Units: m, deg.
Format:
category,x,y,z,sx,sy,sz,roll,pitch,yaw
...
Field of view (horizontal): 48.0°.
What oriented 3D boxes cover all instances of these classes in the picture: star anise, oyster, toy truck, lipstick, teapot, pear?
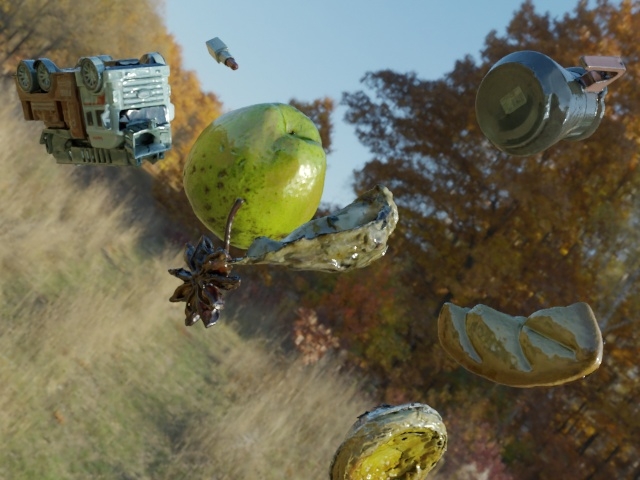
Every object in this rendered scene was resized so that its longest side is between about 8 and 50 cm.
category,x,y,z,sx,sy,sz,roll,pitch,yaw
star anise,-0.190,0.057,1.285,0.073,0.234,0.177,7,55,-43
oyster,-0.001,0.002,1.061,0.166,0.295,0.093,-140,-145,-65
toy truck,-0.359,-0.209,1.179,0.339,0.133,0.184,11,-68,41
lipstick,-0.190,-0.364,1.422,0.129,0.030,0.030,51,-17,45
teapot,0.692,-0.426,2.139,0.376,0.362,0.305,-37,-110,47
pear,-0.158,-0.180,1.860,0.391,0.391,0.391,40,-5,4

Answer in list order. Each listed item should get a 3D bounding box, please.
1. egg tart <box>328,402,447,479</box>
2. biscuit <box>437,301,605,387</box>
category,x,y,z,sx,sy,sz,roll,pitch,yaw
egg tart,0.114,0.375,1.295,0.234,0.234,0.094,45,5,-41
biscuit,0.352,0.187,1.298,0.299,0.154,0.045,-3,-23,29
